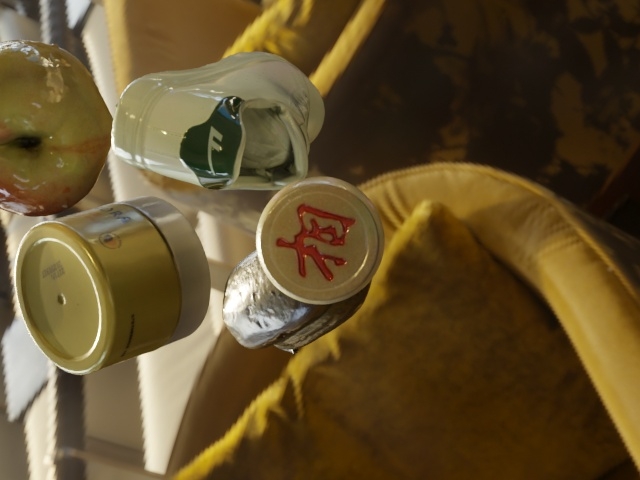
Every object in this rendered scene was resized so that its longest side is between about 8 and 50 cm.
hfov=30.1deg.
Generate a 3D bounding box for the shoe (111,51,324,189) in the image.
[{"bbox_3d":[-0.056,-0.122,1.295,0.160,0.363,0.131,22,109,24],"label":"shoe"}]

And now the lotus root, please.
[{"bbox_3d":[-0.030,0.055,1.366,0.241,0.124,0.123,-35,66,50],"label":"lotus root"}]

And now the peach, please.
[{"bbox_3d":[-0.358,-0.147,1.477,0.232,0.233,0.232,-31,47,40],"label":"peach"}]

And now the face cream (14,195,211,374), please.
[{"bbox_3d":[-0.291,0.060,1.661,0.218,0.179,0.218,14,112,39],"label":"face cream"}]

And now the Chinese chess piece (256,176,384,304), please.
[{"bbox_3d":[0.000,0.000,1.126,0.122,0.122,0.051,-63,3,5],"label":"Chinese chess piece"}]
